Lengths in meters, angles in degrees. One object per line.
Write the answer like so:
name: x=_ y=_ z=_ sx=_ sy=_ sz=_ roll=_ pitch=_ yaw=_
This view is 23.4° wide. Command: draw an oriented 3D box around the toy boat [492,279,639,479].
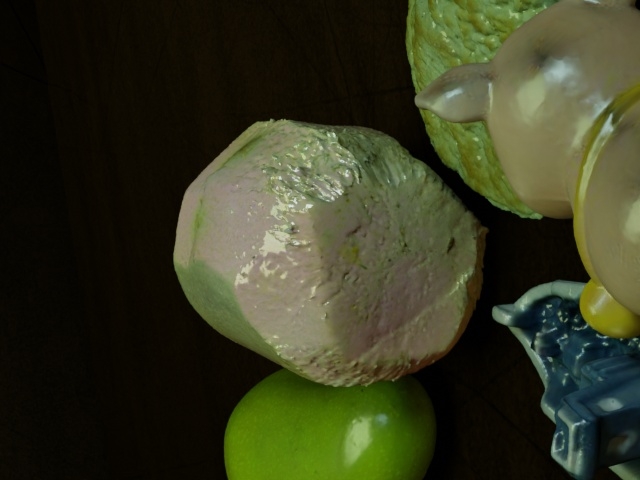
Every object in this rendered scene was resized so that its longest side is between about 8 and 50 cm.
toy boat: x=0.200 y=0.102 z=0.989 sx=0.309 sy=0.142 sz=0.129 roll=-139 pitch=47 yaw=-58

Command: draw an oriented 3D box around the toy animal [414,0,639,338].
toy animal: x=0.195 y=-0.043 z=0.933 sx=0.248 sy=0.165 sz=0.149 roll=52 pitch=178 yaw=29

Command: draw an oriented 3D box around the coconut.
coconut: x=0.000 y=0.000 z=1.334 sx=0.245 sy=0.233 sz=0.233 roll=19 pitch=111 yaw=60

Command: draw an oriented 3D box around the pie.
pie: x=0.139 y=-0.141 z=1.146 sx=0.274 sy=0.105 sz=0.257 roll=-166 pitch=64 yaw=-67

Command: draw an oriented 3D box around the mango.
mango: x=0.011 y=0.197 z=1.477 sx=0.293 sy=0.143 sz=0.175 roll=-23 pitch=67 yaw=56
